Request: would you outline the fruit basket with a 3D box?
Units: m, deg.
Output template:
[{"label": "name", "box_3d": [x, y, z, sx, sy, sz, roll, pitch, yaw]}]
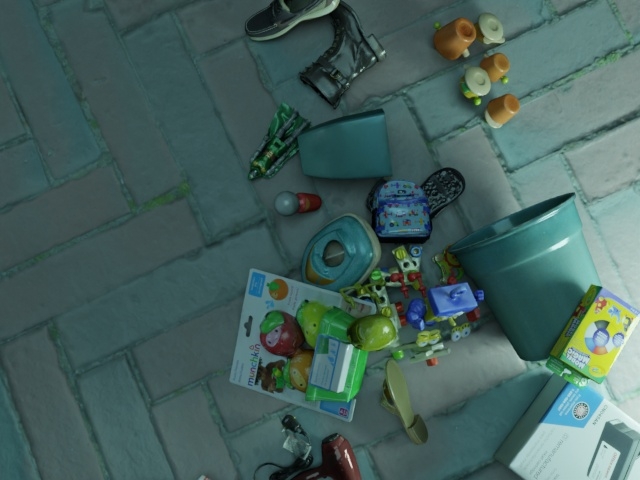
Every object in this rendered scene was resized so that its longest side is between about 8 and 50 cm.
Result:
[{"label": "fruit basket", "box_3d": [-0.056, 0.270, 1.812, 0.353, 0.165, 0.326, 15, 101, 12]}]

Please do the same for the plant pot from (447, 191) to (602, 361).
[{"label": "plant pot", "box_3d": [0.547, 0.100, 1.778, 0.341, 0.341, 0.334, -27, 91, -2]}]

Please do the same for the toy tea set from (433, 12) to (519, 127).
[{"label": "toy tea set", "box_3d": [0.427, -0.468, 1.968, 0.200, 0.124, 0.335, -5, 77, -29]}]

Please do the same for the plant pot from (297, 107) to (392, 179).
[{"label": "plant pot", "box_3d": [0.063, -0.246, 1.886, 0.234, 0.165, 0.165, -8, 104, 5]}]

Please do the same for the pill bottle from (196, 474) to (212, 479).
[{"label": "pill bottle", "box_3d": [-0.250, 0.693, 1.808, 0.194, 0.108, 0.108, 28, 84, 4]}]

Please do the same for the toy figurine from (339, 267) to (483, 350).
[{"label": "toy figurine", "box_3d": [0.251, 0.134, 1.667, 0.363, 0.217, 0.191, -5, 70, -23]}]

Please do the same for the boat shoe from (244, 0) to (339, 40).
[{"label": "boat shoe", "box_3d": [-0.091, -0.644, 1.960, 0.285, 0.092, 0.102, -15, 71, 18]}]

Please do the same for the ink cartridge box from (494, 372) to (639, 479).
[{"label": "ink cartridge box", "box_3d": [0.692, 0.563, 1.778, 0.395, 0.166, 0.285, 37, 85, 5]}]

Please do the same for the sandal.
[{"label": "sandal", "box_3d": [0.194, 0.430, 1.852, 0.079, 0.088, 0.240, -22, 97, 34]}]

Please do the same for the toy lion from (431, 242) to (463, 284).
[{"label": "toy lion", "box_3d": [0.359, 0.061, 1.922, 0.096, 0.034, 0.100, -17, 83, -9]}]

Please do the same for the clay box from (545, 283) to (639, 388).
[{"label": "clay box", "box_3d": [0.626, 0.228, 1.626, 0.127, 0.053, 0.222, 31, 87, -12]}]

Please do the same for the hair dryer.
[{"label": "hair dryer", "box_3d": [-0.006, 0.600, 1.848, 0.294, 0.080, 0.223, 25, 99, 10]}]

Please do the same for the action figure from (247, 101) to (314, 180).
[{"label": "action figure", "box_3d": [-0.123, -0.256, 1.960, 0.137, 0.063, 0.232, 38, 88, 2]}]

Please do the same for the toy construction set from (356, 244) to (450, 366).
[{"label": "toy construction set", "box_3d": [0.210, 0.183, 1.857, 0.215, 0.151, 0.327, -16, 72, -1]}]

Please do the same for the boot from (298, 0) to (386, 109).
[{"label": "boot", "box_3d": [0.030, -0.526, 1.978, 0.229, 0.091, 0.263, -39, 80, 1]}]

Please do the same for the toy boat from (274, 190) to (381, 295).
[{"label": "toy boat", "box_3d": [0.000, 0.000, 1.851, 0.267, 0.148, 0.318, -48, 63, 33]}]

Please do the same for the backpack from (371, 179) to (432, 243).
[{"label": "backpack", "box_3d": [0.211, -0.084, 1.845, 0.158, 0.117, 0.173, 2, 75, 1]}]

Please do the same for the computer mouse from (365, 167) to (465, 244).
[{"label": "computer mouse", "box_3d": [0.254, -0.123, 1.939, 0.262, 0.060, 0.184, -42, 76, -1]}]
